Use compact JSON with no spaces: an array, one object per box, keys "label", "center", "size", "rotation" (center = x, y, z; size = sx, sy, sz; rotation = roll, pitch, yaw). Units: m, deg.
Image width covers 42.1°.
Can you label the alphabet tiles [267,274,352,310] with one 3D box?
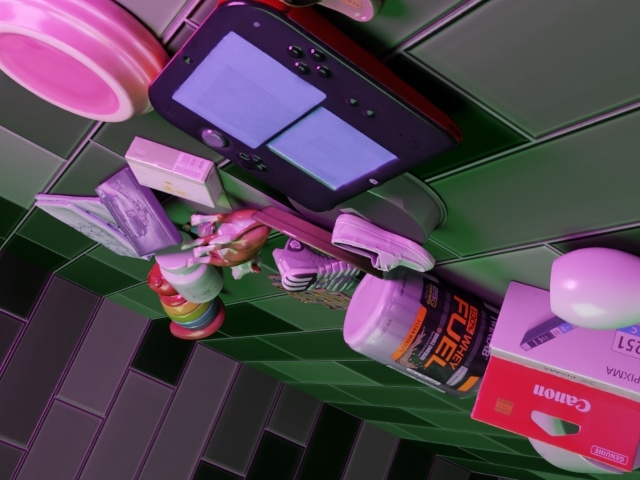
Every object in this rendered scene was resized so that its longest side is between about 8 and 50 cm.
[{"label":"alphabet tiles","center":[-0.019,0.136,2.146],"size":[0.198,0.009,0.237],"rotation":[33,160,-30]}]

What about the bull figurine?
[{"label":"bull figurine","center":[-0.197,0.009,1.803],"size":[0.189,0.101,0.310],"rotation":[-8,161,-19]}]

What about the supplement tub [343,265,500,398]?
[{"label":"supplement tub","center":[0.235,0.189,1.689],"size":[0.338,0.207,0.207],"rotation":[26,161,-13]}]

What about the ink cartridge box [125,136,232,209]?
[{"label":"ink cartridge box","center":[-0.280,-0.112,1.678],"size":[0.171,0.056,0.235],"rotation":[18,159,10]}]

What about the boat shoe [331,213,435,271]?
[{"label":"boat shoe","center":[0.105,0.019,1.411],"size":[0.184,0.063,0.066],"rotation":[27,161,-13]}]

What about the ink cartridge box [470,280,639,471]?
[{"label":"ink cartridge box","center":[0.448,0.239,1.496],"size":[0.297,0.261,0.066],"rotation":[16,162,17]}]

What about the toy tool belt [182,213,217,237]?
[{"label":"toy tool belt","center":[-0.273,-0.040,1.897],"size":[0.083,0.051,0.052],"rotation":[22,-169,31]}]

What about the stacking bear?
[{"label":"stacking bear","center":[-0.404,0.154,2.422],"size":[0.164,0.175,0.289],"rotation":[14,153,29]}]

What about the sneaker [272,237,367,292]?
[{"label":"sneaker","center":[-0.004,0.037,1.758],"size":[0.229,0.132,0.086],"rotation":[2,137,-43]}]

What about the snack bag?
[{"label":"snack bag","center":[-0.573,-0.031,2.269],"size":[0.343,0.037,0.323],"rotation":[5,154,42]}]

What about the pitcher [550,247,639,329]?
[{"label":"pitcher","center":[0.467,0.079,1.279],"size":[0.207,0.125,0.178],"rotation":[2,171,22]}]

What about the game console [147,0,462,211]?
[{"label":"game console","center":[-0.042,-0.172,1.139],"size":[0.342,0.060,0.387],"rotation":[36,154,-18]}]

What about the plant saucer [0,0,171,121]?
[{"label":"plant saucer","center":[-0.386,-0.283,1.270],"size":[0.332,0.084,0.332],"rotation":[21,162,7]}]

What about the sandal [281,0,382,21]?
[{"label":"sandal","center":[-0.020,-0.279,0.911],"size":[0.180,0.049,0.072],"rotation":[24,162,-6]}]

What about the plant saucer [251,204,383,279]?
[{"label":"plant saucer","center":[0.000,0.000,1.584],"size":[0.278,0.041,0.278],"rotation":[26,179,0]}]

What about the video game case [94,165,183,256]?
[{"label":"video game case","center":[-0.415,-0.061,1.878],"size":[0.196,0.026,0.274],"rotation":[58,153,-10]}]

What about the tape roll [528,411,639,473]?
[{"label":"tape roll","center":[0.562,0.353,1.719],"size":[0.246,0.246,0.169],"rotation":[24,162,-5]}]

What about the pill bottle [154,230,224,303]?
[{"label":"pill bottle","center":[-0.335,0.065,2.113],"size":[0.131,0.131,0.229],"rotation":[17,161,16]}]

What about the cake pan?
[{"label":"cake pan","center":[0.067,-0.064,1.414],"size":[0.293,0.054,0.293],"rotation":[20,161,7]}]
